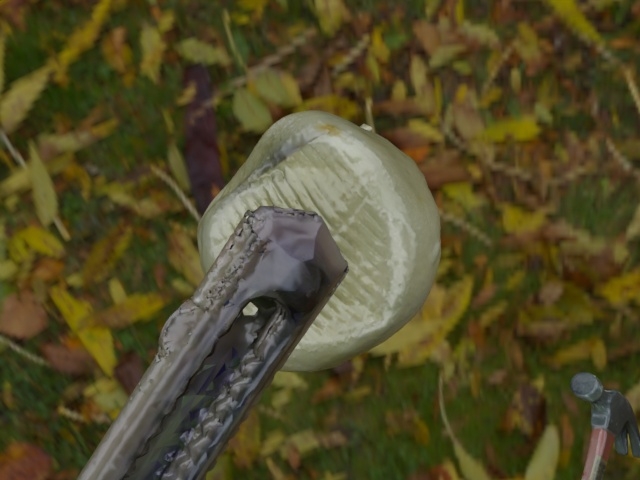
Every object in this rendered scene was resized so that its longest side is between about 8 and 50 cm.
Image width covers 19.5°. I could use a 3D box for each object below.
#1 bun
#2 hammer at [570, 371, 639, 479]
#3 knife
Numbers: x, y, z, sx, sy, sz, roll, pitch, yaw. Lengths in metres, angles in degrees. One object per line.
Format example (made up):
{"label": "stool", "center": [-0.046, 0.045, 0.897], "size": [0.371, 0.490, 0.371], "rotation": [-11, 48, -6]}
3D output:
{"label": "bun", "center": [0.000, 0.000, 1.649], "size": [0.229, 0.145, 0.229], "rotation": [0, 91, 15]}
{"label": "hammer", "center": [0.242, 0.276, 1.754], "size": [0.033, 0.111, 0.288], "rotation": [2, 66, 42]}
{"label": "knife", "center": [-0.104, 0.137, 0.861], "size": [0.365, 0.089, 0.043], "rotation": [-54, 47, 10]}
